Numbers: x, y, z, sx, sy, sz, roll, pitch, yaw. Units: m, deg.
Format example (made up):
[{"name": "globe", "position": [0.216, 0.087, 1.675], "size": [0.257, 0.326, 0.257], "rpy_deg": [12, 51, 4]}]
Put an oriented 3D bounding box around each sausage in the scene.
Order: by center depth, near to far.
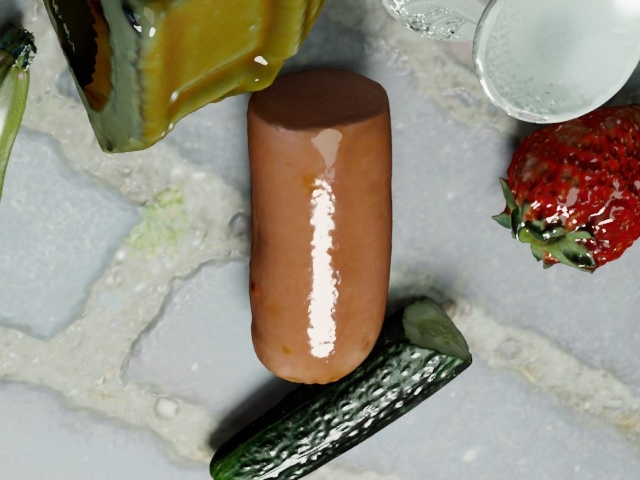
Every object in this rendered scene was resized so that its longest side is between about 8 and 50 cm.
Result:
[{"name": "sausage", "position": [0.000, 0.000, 1.432], "size": [0.114, 0.113, 0.259], "rpy_deg": [-11, 124, -16]}]

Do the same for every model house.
[{"name": "model house", "position": [-0.070, -0.201, 1.258], "size": [0.239, 0.173, 0.268], "rpy_deg": [-28, 160, -19]}]

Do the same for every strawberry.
[{"name": "strawberry", "position": [0.211, -0.052, 1.486], "size": [0.131, 0.131, 0.148], "rpy_deg": [33, 75, -35]}]

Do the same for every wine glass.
[{"name": "wine glass", "position": [0.134, -0.185, 1.310], "size": [0.165, 0.196, 0.165], "rpy_deg": [-10, 122, -16]}]

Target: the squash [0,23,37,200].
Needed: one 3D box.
[{"name": "squash", "position": [-0.240, -0.068, 1.324], "size": [0.052, 0.052, 0.183], "rpy_deg": [9, 119, -27]}]

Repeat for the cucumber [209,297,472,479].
[{"name": "cucumber", "position": [0.013, 0.140, 1.551], "size": [0.241, 0.074, 0.074], "rpy_deg": [-36, 128, 4]}]
